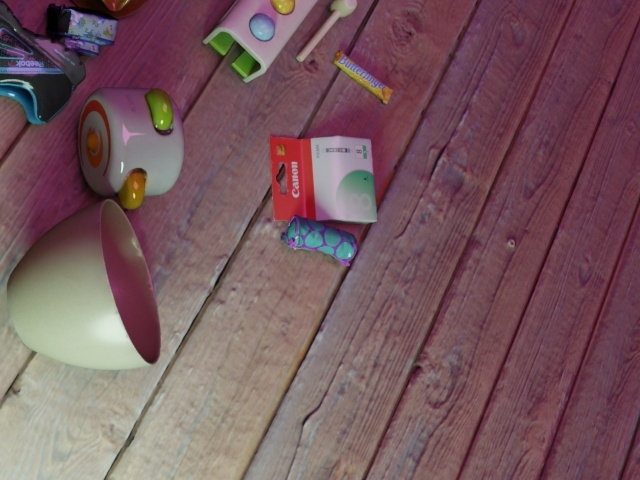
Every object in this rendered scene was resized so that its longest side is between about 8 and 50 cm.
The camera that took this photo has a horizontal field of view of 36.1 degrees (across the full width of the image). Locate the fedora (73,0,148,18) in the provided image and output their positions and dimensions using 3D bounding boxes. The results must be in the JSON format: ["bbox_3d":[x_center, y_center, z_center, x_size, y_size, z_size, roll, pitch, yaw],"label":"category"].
[{"bbox_3d":[-0.375,-0.481,1.772,0.194,0.194,0.079,15,30,-29],"label":"fedora"}]

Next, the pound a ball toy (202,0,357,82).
[{"bbox_3d":[-0.059,-0.458,1.992,0.208,0.136,0.319,42,62,-18],"label":"pound a ball toy"}]

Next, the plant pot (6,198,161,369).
[{"bbox_3d":[-0.400,0.092,1.616,0.191,0.284,0.284,-16,89,2],"label":"plant pot"}]

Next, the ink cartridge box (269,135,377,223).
[{"bbox_3d":[0.008,-0.127,2.019,0.225,0.056,0.180,2,79,-34],"label":"ink cartridge box"}]

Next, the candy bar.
[{"bbox_3d":[0.092,-0.358,2.137,0.161,0.018,0.040,34,64,-23],"label":"candy bar"}]

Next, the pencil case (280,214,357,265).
[{"bbox_3d":[0.000,0.000,1.980,0.152,0.064,0.070,16,71,-29],"label":"pencil case"}]

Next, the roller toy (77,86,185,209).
[{"bbox_3d":[-0.341,-0.170,1.724,0.146,0.191,0.209,-4,106,-34],"label":"roller toy"}]

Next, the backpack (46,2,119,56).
[{"bbox_3d":[-0.427,-0.376,1.766,0.114,0.105,0.084,4,101,-32],"label":"backpack"}]

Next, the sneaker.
[{"bbox_3d":[-0.567,-0.332,1.654,0.341,0.125,0.139,33,70,-21],"label":"sneaker"}]
